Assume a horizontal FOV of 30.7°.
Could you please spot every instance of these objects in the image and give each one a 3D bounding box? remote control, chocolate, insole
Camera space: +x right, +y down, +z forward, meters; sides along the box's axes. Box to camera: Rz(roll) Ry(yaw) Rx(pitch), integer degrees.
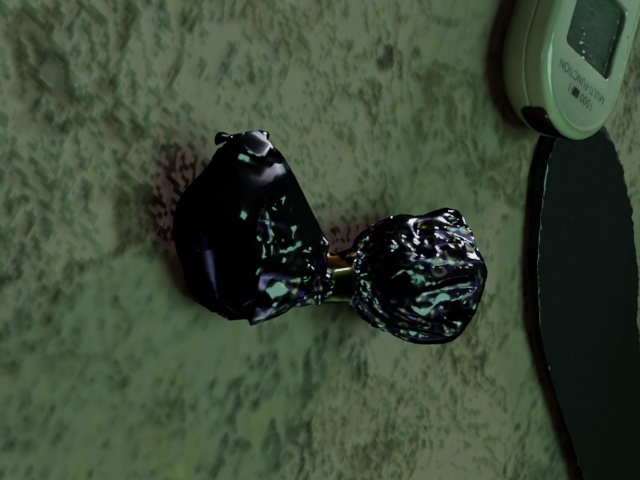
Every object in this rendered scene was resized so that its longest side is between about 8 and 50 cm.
[{"bbox_3d":[0.142,-0.158,0.602,0.078,0.042,0.221,28,77,-47],"label":"remote control"},{"bbox_3d":[-0.001,0.003,0.470,0.147,0.070,0.072,18,93,-37],"label":"chocolate"},{"bbox_3d":[0.165,0.073,0.686,0.110,0.012,0.309,-39,124,-38],"label":"insole"}]
